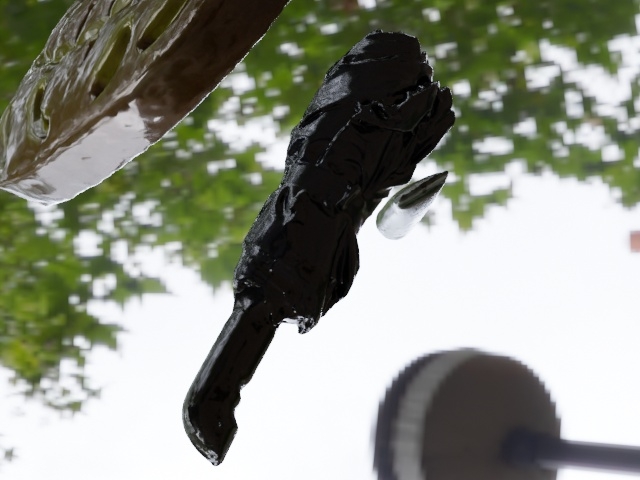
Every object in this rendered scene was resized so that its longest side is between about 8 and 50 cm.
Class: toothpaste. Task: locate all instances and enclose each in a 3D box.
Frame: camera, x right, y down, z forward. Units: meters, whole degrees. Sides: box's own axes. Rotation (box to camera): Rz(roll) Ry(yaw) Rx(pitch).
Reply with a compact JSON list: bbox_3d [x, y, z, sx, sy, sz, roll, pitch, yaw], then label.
[{"bbox_3d":[0.070,-0.026,1.599,0.049,0.204,0.031,-32,-94,-9],"label":"toothpaste"}]

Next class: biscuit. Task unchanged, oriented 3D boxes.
[{"bbox_3d":[-0.102,-0.186,1.355,0.070,0.394,0.350,37,-130,-18],"label":"biscuit"}]

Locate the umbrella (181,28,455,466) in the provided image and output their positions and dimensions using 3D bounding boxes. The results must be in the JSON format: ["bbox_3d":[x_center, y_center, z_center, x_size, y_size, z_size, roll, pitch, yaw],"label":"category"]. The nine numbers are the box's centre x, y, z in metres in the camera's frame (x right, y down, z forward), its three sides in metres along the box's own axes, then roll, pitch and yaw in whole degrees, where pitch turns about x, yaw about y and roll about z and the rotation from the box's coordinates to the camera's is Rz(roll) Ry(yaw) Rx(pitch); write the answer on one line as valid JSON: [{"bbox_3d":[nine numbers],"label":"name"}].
[{"bbox_3d":[-0.007,-0.004,0.973,0.071,0.071,0.248,45,-119,-25],"label":"umbrella"}]
